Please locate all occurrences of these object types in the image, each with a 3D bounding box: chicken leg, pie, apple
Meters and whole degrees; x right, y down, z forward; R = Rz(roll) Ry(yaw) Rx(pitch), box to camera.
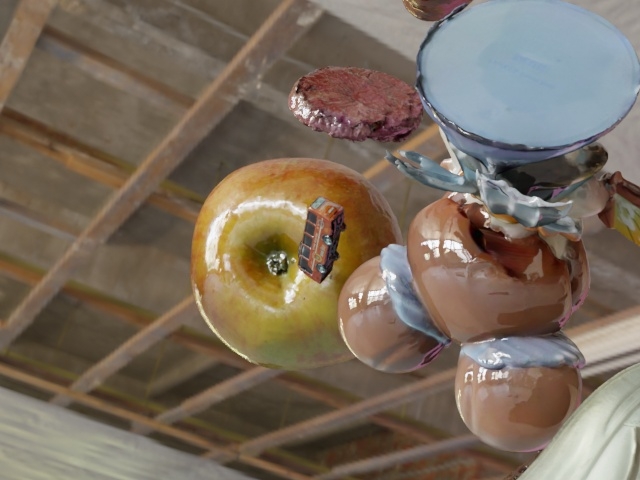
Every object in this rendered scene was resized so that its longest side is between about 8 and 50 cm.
[{"bbox_3d":[0.269,0.309,1.294,0.051,0.106,0.253,49,5,16],"label":"chicken leg"},{"bbox_3d":[0.040,-0.149,1.103,0.154,0.154,0.036,14,-56,3],"label":"pie"},{"bbox_3d":[-0.026,0.022,1.313,0.301,0.302,0.301,12,-26,6],"label":"apple"}]

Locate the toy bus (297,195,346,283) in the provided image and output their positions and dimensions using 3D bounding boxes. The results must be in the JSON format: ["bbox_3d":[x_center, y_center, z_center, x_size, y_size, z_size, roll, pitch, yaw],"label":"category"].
[{"bbox_3d":[0.000,0.000,1.121,0.043,0.031,0.110,30,-39,15],"label":"toy bus"}]

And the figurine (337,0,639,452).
[{"bbox_3d":[0.170,-0.001,0.962,0.276,0.248,0.388,34,-28,25],"label":"figurine"}]

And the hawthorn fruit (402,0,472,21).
[{"bbox_3d":[0.189,-0.390,1.358,0.203,0.163,0.163,-26,-35,4],"label":"hawthorn fruit"}]

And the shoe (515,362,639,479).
[{"bbox_3d":[0.250,0.240,0.848,0.159,0.316,0.124,36,-27,35],"label":"shoe"}]
